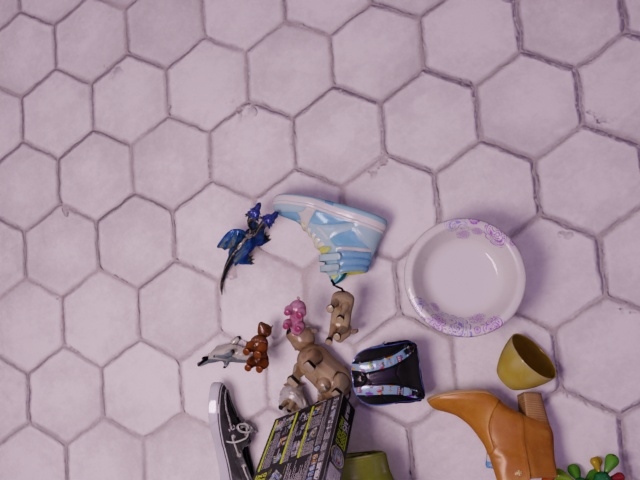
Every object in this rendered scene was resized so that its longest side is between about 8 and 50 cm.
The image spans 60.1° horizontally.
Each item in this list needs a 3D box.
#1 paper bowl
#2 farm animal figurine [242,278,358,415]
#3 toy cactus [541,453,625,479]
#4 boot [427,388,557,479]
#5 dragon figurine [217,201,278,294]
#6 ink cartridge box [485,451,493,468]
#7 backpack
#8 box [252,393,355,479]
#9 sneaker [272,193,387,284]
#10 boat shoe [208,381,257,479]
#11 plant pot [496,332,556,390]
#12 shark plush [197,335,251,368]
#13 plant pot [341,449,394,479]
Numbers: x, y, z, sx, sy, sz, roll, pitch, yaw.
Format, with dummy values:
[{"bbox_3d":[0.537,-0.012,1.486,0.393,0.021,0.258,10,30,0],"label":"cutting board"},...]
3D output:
[{"bbox_3d":[0.353,0.092,1.372,0.283,0.148,0.285,-1,85,13],"label":"paper bowl"},{"bbox_3d":[-0.013,0.284,1.428,0.330,0.172,0.327,-25,99,23],"label":"farm animal figurine"},{"bbox_3d":[0.608,0.588,1.267,0.218,0.180,0.112,-35,99,12],"label":"toy cactus"},{"bbox_3d":[0.409,0.472,1.326,0.294,0.104,0.212,0,64,5],"label":"boot"},{"bbox_3d":[-0.219,0.017,1.506,0.085,0.144,0.289,44,95,13],"label":"dragon figurine"},{"bbox_3d":[0.440,0.524,1.378,0.048,0.028,0.084,6,86,12],"label":"ink cartridge box"},{"bbox_3d":[0.164,0.335,1.396,0.173,0.117,0.159,-9,85,1],"label":"backpack"},{"bbox_3d":[-0.042,0.491,1.265,0.216,0.270,0.060,-29,106,23],"label":"box"},{"bbox_3d":[0.000,0.000,1.470,0.318,0.127,0.209,15,87,14],"label":"sneaker"},{"bbox_3d":[-0.228,0.527,1.484,0.104,0.113,0.307,-10,86,5],"label":"boat shoe"},{"bbox_3d":[0.486,0.308,1.346,0.134,0.134,0.095,43,119,12],"label":"plant pot"},{"bbox_3d":[-0.274,0.332,1.541,0.161,0.073,0.067,-23,111,5],"label":"shark plush"},{"bbox_3d":[0.066,0.695,1.309,0.365,0.366,0.354,-12,71,11],"label":"plant pot"}]
